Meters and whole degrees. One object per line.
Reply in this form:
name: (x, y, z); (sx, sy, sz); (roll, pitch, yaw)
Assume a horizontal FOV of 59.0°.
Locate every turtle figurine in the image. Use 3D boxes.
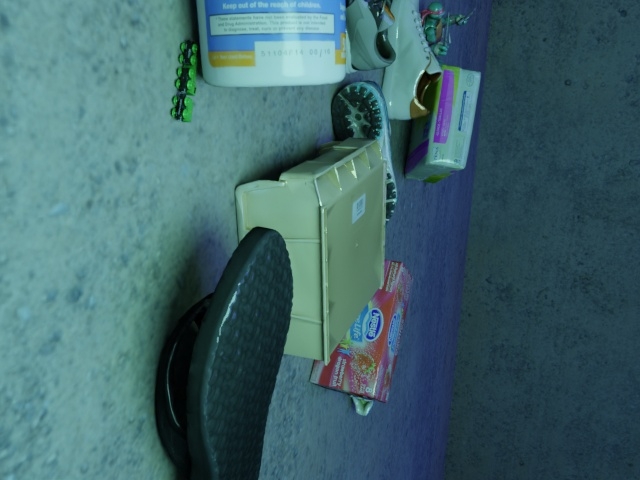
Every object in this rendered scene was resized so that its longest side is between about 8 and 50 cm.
turtle figurine: (0.284, -0.492, 1.367); (0.175, 0.118, 0.234); (-53, 163, -25)

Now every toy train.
toy train: (-0.135, -0.161, 0.575); (0.023, 0.017, 0.083); (12, 86, -78)

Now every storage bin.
storage bin: (0.000, 0.000, 0.827); (0.262, 0.123, 0.261); (-40, 133, -59)

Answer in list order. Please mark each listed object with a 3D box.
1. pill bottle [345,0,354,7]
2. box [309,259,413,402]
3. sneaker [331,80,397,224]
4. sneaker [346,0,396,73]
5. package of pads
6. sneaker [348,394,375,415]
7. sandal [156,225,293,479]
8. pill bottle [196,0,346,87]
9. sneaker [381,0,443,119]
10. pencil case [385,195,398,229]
pill bottle: (-0.009, -0.352, 0.679); (0.122, 0.122, 0.219); (-7, 104, -67)
box: (0.084, 0.166, 1.081); (0.122, 0.128, 0.257); (47, 54, -63)
sneaker: (0.096, -0.154, 1.032); (0.122, 0.110, 0.283); (-55, 146, -54)
sneaker: (0.055, -0.376, 0.853); (0.272, 0.107, 0.100); (68, 39, -49)
package of pads: (0.278, -0.268, 1.337); (0.296, 0.101, 0.229); (155, -56, -88)
sneaker: (0.099, 0.299, 1.229); (0.081, 0.080, 0.211); (-64, 151, -44)
sandal: (-0.126, 0.186, 0.635); (0.167, 0.107, 0.446); (-42, 148, -60)
pill bottle: (-0.051, -0.293, 0.552); (0.152, 0.152, 0.272); (-36, 129, -61)
sneaker: (0.206, -0.400, 1.198); (0.106, 0.123, 0.290); (-8, 104, -65)
pencil case: (0.110, -0.043, 1.158); (0.070, 0.064, 0.152); (97, 15, -51)
